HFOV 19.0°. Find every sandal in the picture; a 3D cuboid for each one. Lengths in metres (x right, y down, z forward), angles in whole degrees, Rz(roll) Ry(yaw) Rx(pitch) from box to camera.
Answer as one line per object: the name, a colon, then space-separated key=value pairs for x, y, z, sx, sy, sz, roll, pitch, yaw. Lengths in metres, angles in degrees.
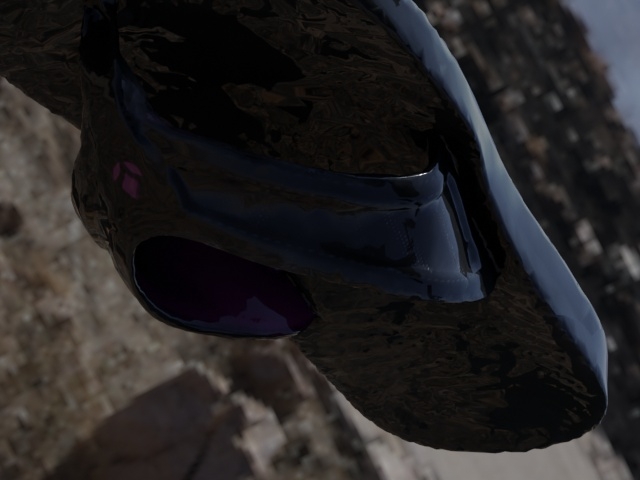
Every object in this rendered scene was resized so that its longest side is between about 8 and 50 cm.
sandal: x=0.003 y=0.000 z=0.802 sx=0.446 sy=0.167 sz=0.107 roll=44 pitch=43 yaw=-43
